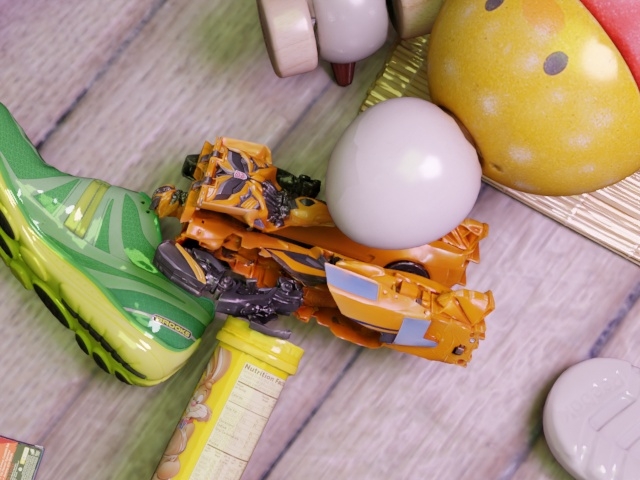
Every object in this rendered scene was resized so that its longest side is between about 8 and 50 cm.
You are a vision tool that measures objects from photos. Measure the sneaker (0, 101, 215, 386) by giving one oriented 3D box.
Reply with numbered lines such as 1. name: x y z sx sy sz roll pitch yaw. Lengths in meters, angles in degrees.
1. sneaker: -0.208 -0.007 0.969 0.123 0.109 0.295 -37 84 -31

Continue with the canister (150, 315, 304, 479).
1. canister: -0.083 0.154 0.933 0.073 0.126 0.169 26 82 -1

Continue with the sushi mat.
1. sushi mat: 0.205 -0.111 1.046 0.317 0.019 0.151 28 80 -1

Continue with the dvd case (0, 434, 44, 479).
1. dvd case: -0.311 0.205 0.963 0.120 0.013 0.087 16 81 -3

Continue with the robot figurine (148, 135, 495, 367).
1. robot figurine: 0.000 0.000 0.940 0.291 0.211 0.085 19 125 -9

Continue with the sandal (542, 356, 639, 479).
1. sandal: 0.384 0.246 0.977 0.416 0.102 0.169 37 66 14

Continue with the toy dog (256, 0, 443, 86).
1. toy dog: -0.001 -0.275 1.010 0.220 0.161 0.333 5 67 -1

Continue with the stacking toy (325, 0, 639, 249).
1. stacking toy: 0.211 -0.146 0.885 0.480 0.350 0.350 -38 87 -8
